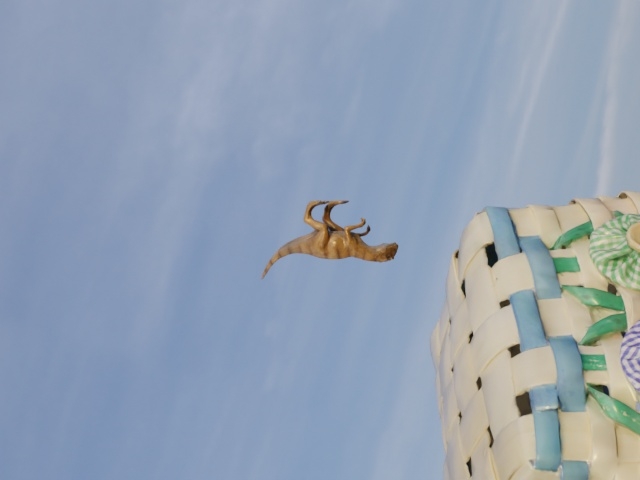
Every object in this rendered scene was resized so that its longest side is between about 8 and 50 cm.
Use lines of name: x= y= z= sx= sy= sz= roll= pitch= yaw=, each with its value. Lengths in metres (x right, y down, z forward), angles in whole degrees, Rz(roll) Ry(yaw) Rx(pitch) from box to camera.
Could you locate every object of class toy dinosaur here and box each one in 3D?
toy dinosaur: x=0.000 y=0.000 z=1.420 sx=0.064 sy=0.211 sz=0.112 roll=-5 pitch=-86 yaw=-69

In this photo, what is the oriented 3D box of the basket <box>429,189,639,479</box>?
basket: x=0.215 y=0.099 z=0.558 sx=0.254 sy=0.289 sz=0.201 roll=-93 pitch=16 yaw=-45
